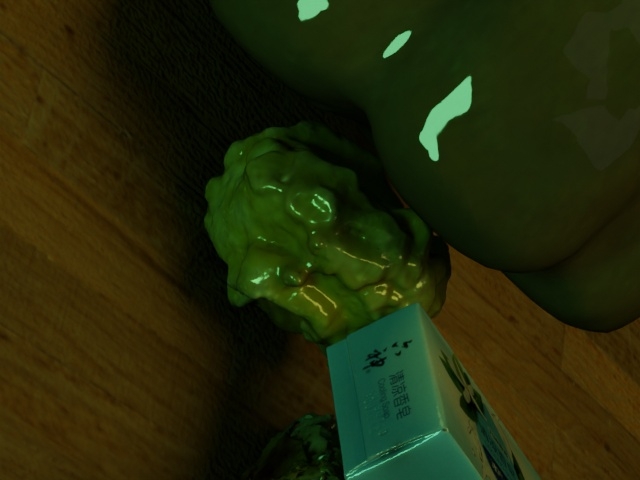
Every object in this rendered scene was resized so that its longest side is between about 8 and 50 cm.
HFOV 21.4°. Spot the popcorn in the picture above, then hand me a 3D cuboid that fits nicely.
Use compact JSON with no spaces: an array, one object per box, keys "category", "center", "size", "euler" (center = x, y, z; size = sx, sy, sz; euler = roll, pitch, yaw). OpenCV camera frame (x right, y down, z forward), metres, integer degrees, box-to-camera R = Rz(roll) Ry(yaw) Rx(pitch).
[{"category":"popcorn","center":[-0.003,0.004,1.261],"size":[0.197,0.155,0.197],"euler":[47,5,-5]}]

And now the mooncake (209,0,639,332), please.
[{"category":"mooncake","center":[0.128,-0.155,1.272],"size":[0.467,0.262,0.467],"euler":[41,6,-5]}]

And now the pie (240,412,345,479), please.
[{"category":"pie","center":[0.026,0.319,1.205],"size":[0.418,0.180,0.395],"euler":[-1,79,-63]}]

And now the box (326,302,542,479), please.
[{"category":"box","center":[0.097,0.175,1.198],"size":[0.232,0.083,0.142],"euler":[53,15,-31]}]
